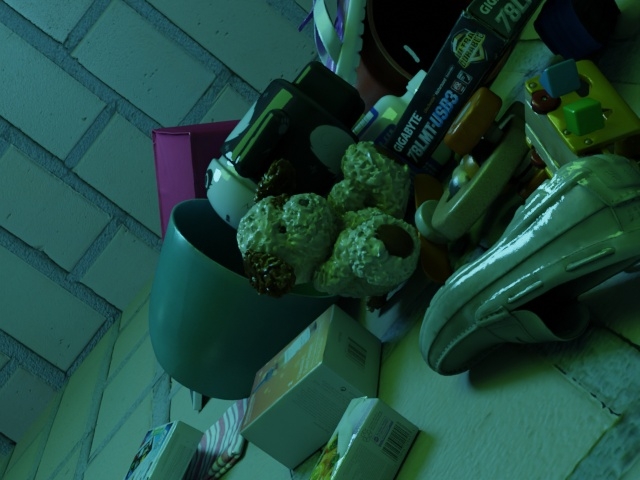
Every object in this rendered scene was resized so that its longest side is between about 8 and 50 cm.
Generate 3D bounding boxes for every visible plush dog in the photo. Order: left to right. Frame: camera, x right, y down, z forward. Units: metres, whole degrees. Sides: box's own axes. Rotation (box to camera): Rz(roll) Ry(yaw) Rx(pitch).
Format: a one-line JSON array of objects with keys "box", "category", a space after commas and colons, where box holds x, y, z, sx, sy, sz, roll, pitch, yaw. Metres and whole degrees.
[{"box": [0.000, 0.000, 1.192, 0.262, 0.225, 0.211, -89, 9, -49], "category": "plush dog"}]

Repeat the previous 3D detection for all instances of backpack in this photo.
[{"box": [0.352, -0.302, 1.220, 0.101, 0.098, 0.120, -32, 21, 43], "category": "backpack"}]

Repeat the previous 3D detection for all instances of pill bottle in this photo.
[{"box": [0.117, -0.138, 1.437, 0.272, 0.152, 0.152, -48, 15, 11], "category": "pill bottle"}]

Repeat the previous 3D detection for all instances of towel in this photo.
[{"box": [-0.180, 0.344, 1.426, 0.197, 0.029, 0.144, -45, 17, 25], "category": "towel"}]

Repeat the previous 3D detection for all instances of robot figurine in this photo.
[{"box": [-0.055, -0.135, 1.344, 0.278, 0.209, 0.173, -52, 39, 3], "category": "robot figurine"}]

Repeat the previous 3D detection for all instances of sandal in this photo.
[{"box": [0.014, -0.350, 1.499, 0.169, 0.102, 0.416, 144, 133, -79], "category": "sandal"}]

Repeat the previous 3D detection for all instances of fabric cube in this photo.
[{"box": [-0.153, -0.097, 1.669, 0.254, 0.258, 0.259, -161, 65, -63], "category": "fabric cube"}]

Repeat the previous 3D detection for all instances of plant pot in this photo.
[{"box": [-0.138, 0.106, 1.395, 0.293, 0.293, 0.235, -93, 27, -68], "category": "plant pot"}, {"box": [0.168, -0.354, 1.626, 0.272, 0.272, 0.265, -57, 8, -20], "category": "plant pot"}]

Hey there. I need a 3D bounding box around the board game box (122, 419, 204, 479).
[{"box": [-0.284, 0.400, 1.449, 0.193, 0.053, 0.305, -64, 10, -21], "category": "board game box"}]

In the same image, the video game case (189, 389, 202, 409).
[{"box": [-0.244, 0.235, 1.728, 0.143, 0.019, 0.157, -144, 56, -75], "category": "video game case"}]

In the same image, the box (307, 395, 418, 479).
[{"box": [-0.006, 0.313, 0.906, 0.324, 0.067, 0.063, -59, 15, -22], "category": "box"}]

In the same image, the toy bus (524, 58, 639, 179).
[{"box": [0.286, -0.091, 0.894, 0.104, 0.202, 0.191, -21, 8, -2], "category": "toy bus"}]

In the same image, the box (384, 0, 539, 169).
[{"box": [0.225, -0.276, 1.177, 0.295, 0.073, 0.293, -53, -4, -29], "category": "box"}]

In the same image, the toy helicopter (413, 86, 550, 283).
[{"box": [0.204, -0.087, 1.178, 0.235, 0.140, 0.355, -56, 2, 20], "category": "toy helicopter"}]

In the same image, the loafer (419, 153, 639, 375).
[{"box": [0.196, 0.053, 0.828, 0.111, 0.112, 0.319, 64, 145, 26], "category": "loafer"}]

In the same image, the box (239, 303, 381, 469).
[{"box": [-0.011, 0.192, 1.155, 0.170, 0.091, 0.130, -44, 17, 27], "category": "box"}]
